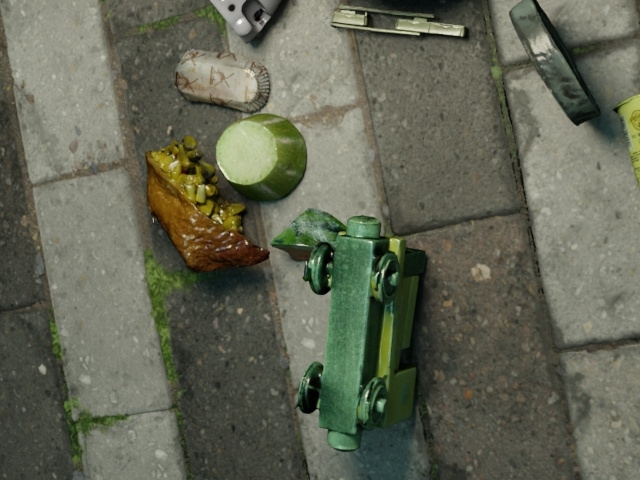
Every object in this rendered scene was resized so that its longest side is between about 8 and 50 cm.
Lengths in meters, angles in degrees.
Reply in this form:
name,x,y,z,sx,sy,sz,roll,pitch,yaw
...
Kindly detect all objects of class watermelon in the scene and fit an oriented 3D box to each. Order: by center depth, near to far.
name,x,y,z,sx,sy,sz,roll,pitch,yaw
watermelon,0.003,-0.004,1.947,0.155,0.080,0.101,8,60,22

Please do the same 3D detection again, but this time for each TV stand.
name,x,y,z,sx,sy,sz,roll,pitch,yaw
TV stand,0.140,-0.387,1.880,0.249,0.036,0.042,10,94,20

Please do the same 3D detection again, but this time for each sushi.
name,x,y,z,sx,sy,sz,roll,pitch,yaw
sushi,-0.226,-0.067,1.959,0.179,0.167,0.296,-45,51,14

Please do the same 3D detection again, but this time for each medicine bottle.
name,x,y,z,sx,sy,sz,roll,pitch,yaw
medicine bottle,0.562,-0.124,1.694,0.124,0.124,0.239,-17,87,20

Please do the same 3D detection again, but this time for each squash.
name,x,y,z,sx,sy,sz,roll,pitch,yaw
squash,-0.117,-0.156,1.948,0.170,0.123,0.170,0,92,15

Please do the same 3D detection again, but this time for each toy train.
name,x,y,z,sx,sy,sz,roll,pitch,yaw
toy train,0.079,0.153,1.812,0.160,0.253,0.397,7,95,26

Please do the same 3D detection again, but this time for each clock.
name,x,y,z,sx,sy,sz,roll,pitch,yaw
clock,0.377,-0.288,1.698,0.049,0.226,0.226,-31,82,19
clock,-0.098,-0.504,1.906,0.254,0.189,0.189,-42,78,4

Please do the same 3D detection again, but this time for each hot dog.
name,x,y,z,sx,sy,sz,roll,pitch,yaw
hot dog,-0.187,-0.305,1.995,0.191,0.059,0.108,12,110,16
